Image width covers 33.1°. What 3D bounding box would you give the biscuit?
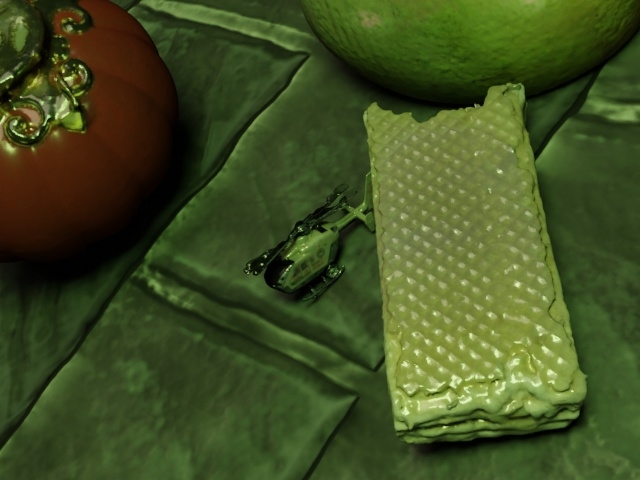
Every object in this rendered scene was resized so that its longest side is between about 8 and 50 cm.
[{"bbox_3d":[0.088,0.007,0.649,0.108,0.062,0.239,-8,53,7],"label":"biscuit"}]

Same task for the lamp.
[{"bbox_3d":[-0.217,-0.087,0.821,0.226,0.227,0.227,-16,50,20],"label":"lamp"}]

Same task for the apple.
[{"bbox_3d":[0.082,-0.174,0.718,0.264,0.193,0.120,1,68,29],"label":"apple"}]

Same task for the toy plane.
[{"bbox_3d":[0.000,0.000,0.727,0.120,0.049,0.031,-38,44,-23],"label":"toy plane"}]
